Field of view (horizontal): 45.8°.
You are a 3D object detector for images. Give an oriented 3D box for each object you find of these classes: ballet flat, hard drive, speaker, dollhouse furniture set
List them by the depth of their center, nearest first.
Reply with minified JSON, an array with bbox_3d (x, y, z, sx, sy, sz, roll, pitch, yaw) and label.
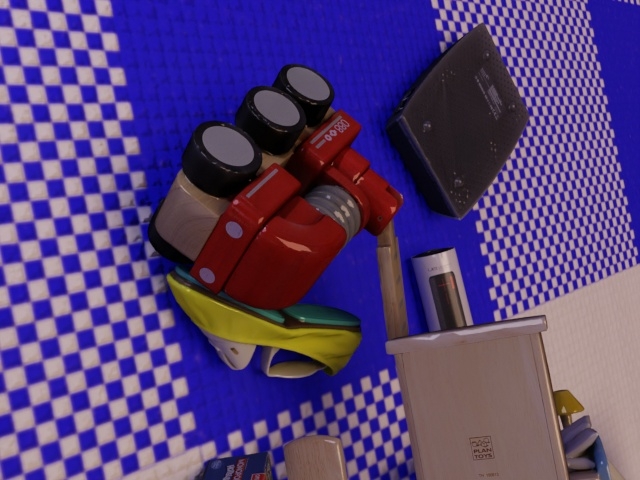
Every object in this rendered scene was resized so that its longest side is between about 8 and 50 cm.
[{"bbox_3d":[-0.052,0.087,0.706,0.231,0.077,0.077,20,98,-42],"label":"ballet flat"},{"bbox_3d":[0.135,0.187,0.781,0.303,0.286,0.198,8,71,-73],"label":"dollhouse furniture set"},{"bbox_3d":[0.151,0.077,0.913,0.055,0.055,0.136,-16,94,-45],"label":"speaker"},{"bbox_3d":[0.182,-0.158,0.989,0.172,0.054,0.255,57,49,-20],"label":"hard drive"}]

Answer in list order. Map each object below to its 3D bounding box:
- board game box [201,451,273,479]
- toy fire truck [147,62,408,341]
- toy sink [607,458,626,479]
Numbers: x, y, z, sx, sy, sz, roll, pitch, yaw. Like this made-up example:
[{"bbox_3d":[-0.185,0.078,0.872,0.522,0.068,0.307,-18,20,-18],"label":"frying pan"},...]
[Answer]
[{"bbox_3d":[-0.061,0.304,0.603,0.194,0.060,0.194,-82,162,-78],"label":"board game box"},{"bbox_3d":[0.000,0.000,0.670,0.246,0.158,0.217,38,40,2],"label":"toy fire truck"},{"bbox_3d":[0.313,0.370,0.948,0.234,0.153,0.131,47,53,-29],"label":"toy sink"}]
